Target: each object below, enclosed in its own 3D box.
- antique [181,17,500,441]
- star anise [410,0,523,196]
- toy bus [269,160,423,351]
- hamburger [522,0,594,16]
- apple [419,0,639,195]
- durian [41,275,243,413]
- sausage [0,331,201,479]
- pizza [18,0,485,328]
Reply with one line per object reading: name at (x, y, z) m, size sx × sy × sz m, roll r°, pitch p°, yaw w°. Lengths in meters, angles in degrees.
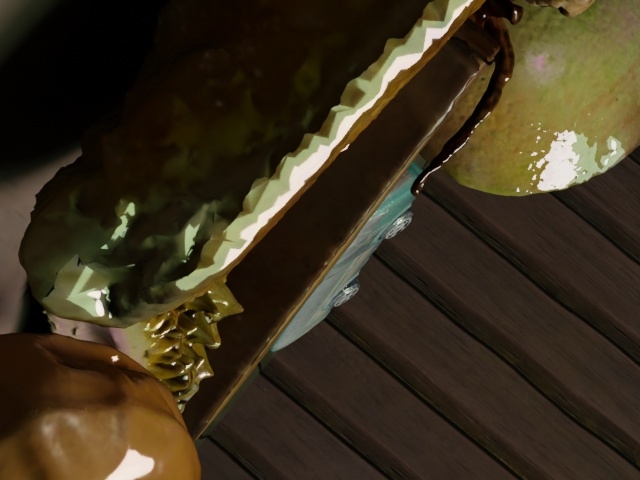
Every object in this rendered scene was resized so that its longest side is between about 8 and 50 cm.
antique at (-0.021, -0.015, 0.833) m, size 0.310 × 0.087 × 0.093 m, roll -53°, pitch 177°, yaw 24°
star anise at (0.083, -0.119, 0.865) m, size 0.097 × 0.070 × 0.191 m, roll 18°, pitch -103°, yaw 47°
toy bus at (0.000, 0.000, 1.259) m, size 0.109 × 0.091 × 0.262 m, roll -35°, pitch 166°, yaw -37°
hamburger at (0.140, -0.217, 0.722) m, size 0.231 × 0.106 × 0.231 m, roll -55°, pitch 171°, yaw -13°
apple at (0.158, -0.147, 1.005) m, size 0.265 × 0.193 × 0.120 m, roll -45°, pitch 163°, yaw -35°
durian at (-0.080, 0.036, 0.683) m, size 0.140 × 0.078 × 0.224 m, roll -50°, pitch 177°, yaw -16°
sausage at (-0.147, 0.139, 0.572) m, size 0.136 × 0.120 × 0.241 m, roll 21°, pitch 109°, yaw -51°
pizza at (-0.005, -0.071, 0.524) m, size 0.268 × 0.087 × 0.258 m, roll -49°, pitch 180°, yaw -10°
